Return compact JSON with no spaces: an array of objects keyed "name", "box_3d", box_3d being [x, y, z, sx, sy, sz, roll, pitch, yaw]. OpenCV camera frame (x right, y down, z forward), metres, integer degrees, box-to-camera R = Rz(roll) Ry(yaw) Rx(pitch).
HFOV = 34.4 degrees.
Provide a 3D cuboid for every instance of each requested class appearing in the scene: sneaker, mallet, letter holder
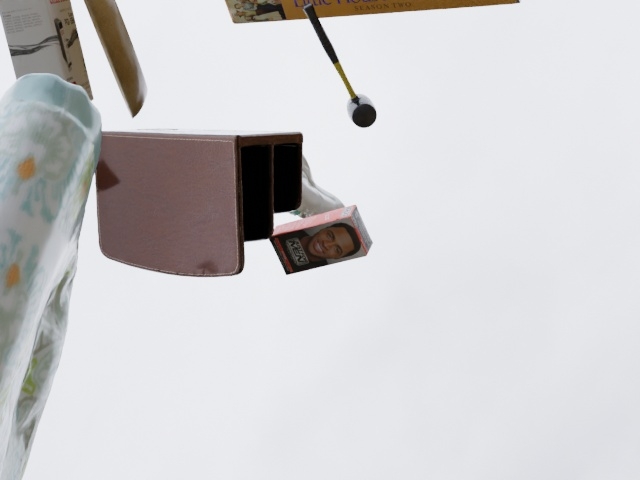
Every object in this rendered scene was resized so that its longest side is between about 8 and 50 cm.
[{"name":"sneaker","box_3d":[-0.031,-0.064,1.804,0.094,0.212,0.080,-39,1,-42]},{"name":"mallet","box_3d":[0.026,-0.238,1.426,0.039,0.062,0.189,-28,-59,5]},{"name":"letter holder","box_3d":[-0.189,-0.062,1.589,0.152,0.302,0.214,-11,-77,-52]}]

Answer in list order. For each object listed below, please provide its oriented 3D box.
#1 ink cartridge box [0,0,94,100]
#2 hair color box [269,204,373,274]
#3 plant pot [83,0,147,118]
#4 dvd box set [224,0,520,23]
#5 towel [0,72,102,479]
[{"name":"ink cartridge box","box_3d":[-0.302,-0.210,1.145,0.056,0.099,0.135,-9,-73,4]},{"name":"hair color box","box_3d":[0.000,0.000,1.574,0.141,0.043,0.072,-15,-67,25]},{"name":"plant pot","box_3d":[-0.252,-0.259,1.214,0.032,0.236,0.236,-22,-39,-7]},{"name":"dvd box set","box_3d":[0.098,-0.439,1.505,0.421,0.307,0.062,1,-43,21]},{"name":"towel","box_3d":[-0.267,0.083,0.865,0.090,0.320,0.374,14,-26,-8]}]
